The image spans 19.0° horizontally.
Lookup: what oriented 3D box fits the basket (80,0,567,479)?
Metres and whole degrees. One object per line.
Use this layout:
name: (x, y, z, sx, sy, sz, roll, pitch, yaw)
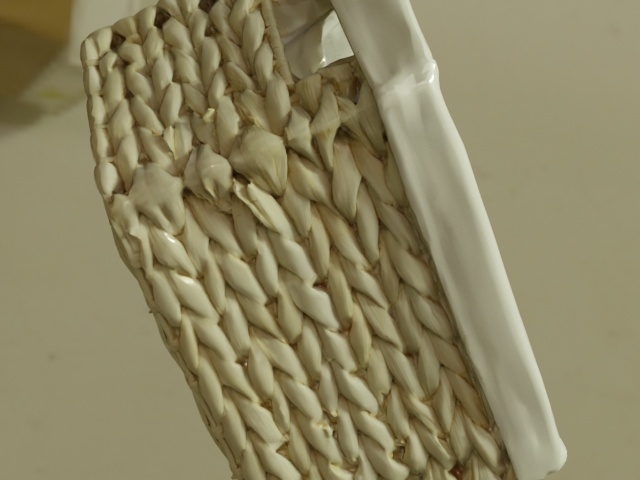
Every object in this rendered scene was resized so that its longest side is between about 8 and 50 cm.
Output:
basket: (0.000, 0.000, 0.602, 0.113, 0.103, 0.167, -106, 176, -53)
